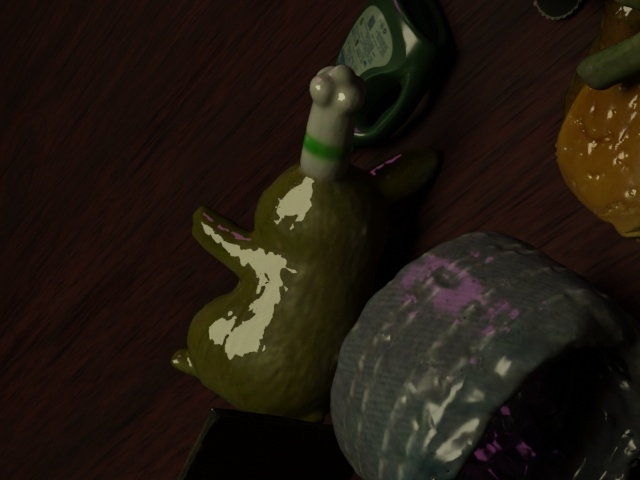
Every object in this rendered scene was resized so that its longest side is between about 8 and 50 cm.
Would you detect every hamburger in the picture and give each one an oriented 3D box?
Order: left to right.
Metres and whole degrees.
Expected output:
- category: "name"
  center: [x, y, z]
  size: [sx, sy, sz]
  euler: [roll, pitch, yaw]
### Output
- category: "hamburger"
  center: [0.246, -0.074, 0.983]
  size: [0.138, 0.083, 0.147]
  euler: [-59, 36, 21]

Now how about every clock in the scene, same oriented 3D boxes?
- category: "clock"
  center: [0.215, -0.232, 1.173]
  size: [0.074, 0.010, 0.083]
  euler: [-61, 33, 27]

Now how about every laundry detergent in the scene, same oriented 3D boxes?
- category: "laundry detergent"
  center: [0.053, -0.160, 1.381]
  size: [0.211, 0.063, 0.137]
  euler: [-55, 43, 36]

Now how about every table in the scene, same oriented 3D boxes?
- category: "table"
  center: [-0.048, 0.347, 1.229]
  size: [0.282, 0.196, 0.250]
  euler: [-64, 31, 23]

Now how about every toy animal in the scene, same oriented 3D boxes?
- category: "toy animal"
  center: [-0.012, 0.001, 1.328]
  size: [0.180, 0.181, 0.363]
  euler: [27, 104, 52]

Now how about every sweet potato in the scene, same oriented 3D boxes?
- category: "sweet potato"
  center: [0.253, -0.182, 1.035]
  size: [0.274, 0.067, 0.067]
  euler: [-61, 32, 37]

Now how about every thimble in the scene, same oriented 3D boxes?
- category: "thimble"
  center: [0.135, 0.124, 0.995]
  size: [0.236, 0.205, 0.172]
  euler: [-50, 37, 0]

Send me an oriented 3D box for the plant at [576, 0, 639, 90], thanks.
- category: "plant"
  center: [0.299, -0.151, 0.803]
  size: [0.306, 0.261, 0.297]
  euler: [-55, -19, -32]
